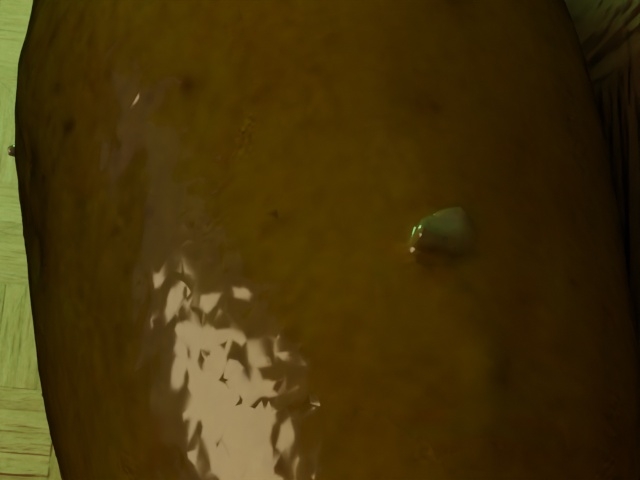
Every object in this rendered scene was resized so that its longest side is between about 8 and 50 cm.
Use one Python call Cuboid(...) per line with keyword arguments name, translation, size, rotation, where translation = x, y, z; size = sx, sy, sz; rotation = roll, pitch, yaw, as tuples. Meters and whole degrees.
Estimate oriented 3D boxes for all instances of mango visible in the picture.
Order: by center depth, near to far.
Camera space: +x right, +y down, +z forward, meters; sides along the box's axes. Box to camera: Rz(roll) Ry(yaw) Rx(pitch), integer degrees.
Cuboid(name="mango", translation=(0.000, 0.000, 0.512), size=(0.445, 0.220, 0.301), rotation=(-116, 39, -55))

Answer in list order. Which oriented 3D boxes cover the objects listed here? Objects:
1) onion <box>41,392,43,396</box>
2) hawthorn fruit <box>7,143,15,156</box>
Cuboid(name="onion", translation=(-0.157, 0.019, 1.194), size=(0.273, 0.285, 0.273), rotation=(40, 144, 37))
Cuboid(name="hawthorn fruit", translation=(-0.098, -0.060, 0.963), size=(0.199, 0.251, 0.199), rotation=(-1, -90, -88))
